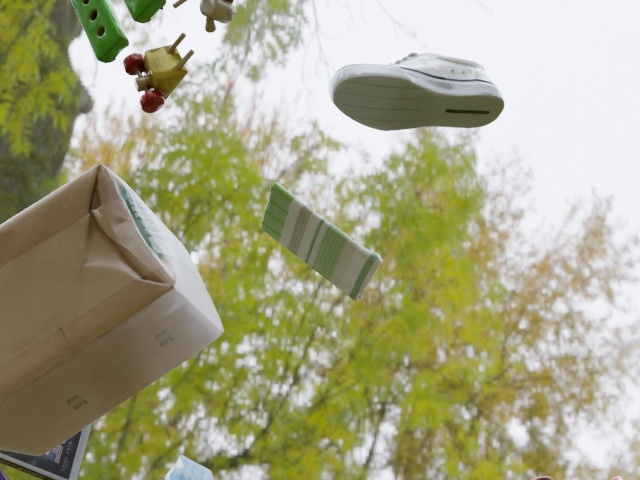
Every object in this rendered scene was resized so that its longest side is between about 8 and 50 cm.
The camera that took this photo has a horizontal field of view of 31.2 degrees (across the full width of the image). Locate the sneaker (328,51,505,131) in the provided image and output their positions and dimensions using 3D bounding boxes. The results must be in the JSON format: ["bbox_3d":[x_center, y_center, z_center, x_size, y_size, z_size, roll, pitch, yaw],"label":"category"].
[{"bbox_3d":[0.120,-0.203,1.520,0.258,0.091,0.094,4,-45,-30],"label":"sneaker"}]

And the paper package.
[{"bbox_3d":[-0.292,0.094,1.326,0.309,0.168,0.325,-34,-15,-2],"label":"paper package"}]

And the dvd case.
[{"bbox_3d":[-0.517,0.315,2.026,0.238,0.179,0.029,31,-37,-31],"label":"dvd case"}]

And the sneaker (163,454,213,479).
[{"bbox_3d":[-0.233,0.438,1.954,0.087,0.228,0.092,29,-91,-2],"label":"sneaker"}]

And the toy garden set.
[{"bbox_3d":[-0.158,-0.278,1.274,0.244,0.204,0.049,-41,-30,25],"label":"toy garden set"}]

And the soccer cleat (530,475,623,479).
[{"bbox_3d":[0.238,0.341,1.399,0.318,0.117,0.108,-7,-2,40],"label":"soccer cleat"}]

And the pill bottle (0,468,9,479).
[{"bbox_3d":[-0.349,0.273,1.003,0.181,0.182,0.323,18,-11,-13],"label":"pill bottle"}]

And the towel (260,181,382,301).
[{"bbox_3d":[0.000,0.000,1.328,0.152,0.023,0.113,38,-27,7],"label":"towel"}]
